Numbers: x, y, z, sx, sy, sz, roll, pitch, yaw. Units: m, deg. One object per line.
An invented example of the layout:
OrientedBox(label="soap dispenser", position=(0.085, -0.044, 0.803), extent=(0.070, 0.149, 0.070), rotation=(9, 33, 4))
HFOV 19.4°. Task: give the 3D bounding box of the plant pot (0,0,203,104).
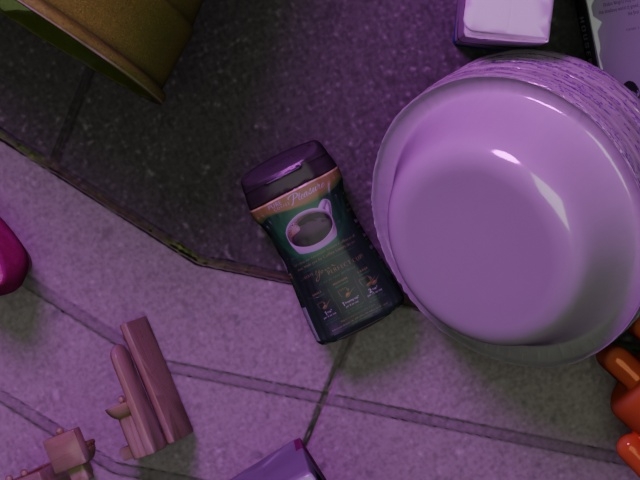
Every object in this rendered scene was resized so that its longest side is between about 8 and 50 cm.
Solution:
OrientedBox(label="plant pot", position=(-0.200, -0.364, 1.638), extent=(0.366, 0.366, 0.353), rotation=(33, 88, -2))

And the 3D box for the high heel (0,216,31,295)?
OrientedBox(label="high heel", position=(-0.372, -0.041, 1.768), extent=(0.082, 0.117, 0.244), rotation=(-41, 93, 3))

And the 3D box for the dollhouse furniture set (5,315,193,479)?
OrientedBox(label="dollhouse furniture set", position=(-0.232, 0.163, 1.783), extent=(0.151, 0.144, 0.123), rotation=(-22, 89, 16))

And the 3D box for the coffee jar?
OrientedBox(label="coffee jar", position=(0.000, 0.000, 1.790), extent=(0.096, 0.079, 0.184), rotation=(-26, 94, 5))

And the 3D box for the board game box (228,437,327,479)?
OrientedBox(label="board game box", position=(0.025, 0.348, 1.742), extent=(0.097, 0.224, 0.303), rotation=(-30, 94, -1))

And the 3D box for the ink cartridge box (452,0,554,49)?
OrientedBox(label="ink cartridge box", position=(0.171, -0.248, 1.719), extent=(0.082, 0.191, 0.140), rotation=(7, 94, -1))

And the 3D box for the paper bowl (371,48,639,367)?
OrientedBox(label="paper bowl", position=(0.175, -0.020, 1.691), extent=(0.284, 0.148, 0.284), rotation=(15, 120, 28))

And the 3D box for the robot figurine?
OrientedBox(label="robot figurine", position=(0.366, 0.157, 1.777), extent=(0.219, 0.128, 0.158), rotation=(41, 52, -2))

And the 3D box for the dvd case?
OrientedBox(label="dvd case", position=(0.338, -0.172, 1.778), extent=(0.179, 0.029, 0.239), rotation=(-12, 93, -19))
